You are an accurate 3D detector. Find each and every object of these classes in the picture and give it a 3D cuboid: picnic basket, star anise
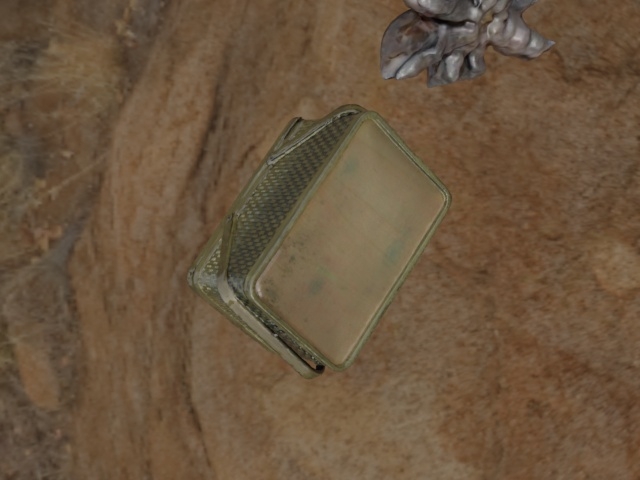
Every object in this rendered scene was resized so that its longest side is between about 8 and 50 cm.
[{"bbox_3d":[0.000,0.000,1.088,0.139,0.165,0.266,5,57,56],"label":"picnic basket"},{"bbox_3d":[0.163,-0.247,1.077,0.229,0.236,0.093,-52,48,13],"label":"star anise"}]
